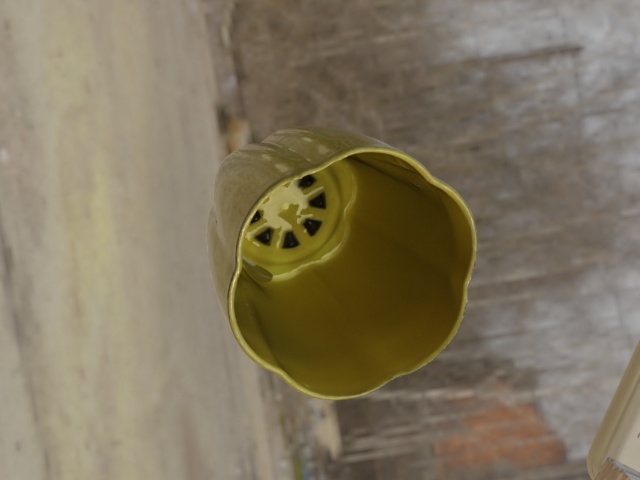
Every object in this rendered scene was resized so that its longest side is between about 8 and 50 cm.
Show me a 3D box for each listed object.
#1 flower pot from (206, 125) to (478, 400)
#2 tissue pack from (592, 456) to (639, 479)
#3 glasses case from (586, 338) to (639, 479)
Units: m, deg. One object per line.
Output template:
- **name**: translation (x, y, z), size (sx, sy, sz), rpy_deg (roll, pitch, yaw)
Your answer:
- **flower pot**: translation (0.000, 0.000, 1.268), size (0.179, 0.195, 0.195), rpy_deg (-134, -148, -65)
- **tissue pack**: translation (0.183, 0.327, 1.202), size (0.170, 0.325, 0.071), rpy_deg (30, 6, -32)
- **glasses case**: translation (0.303, 0.139, 1.454), size (0.050, 0.083, 0.196), rpy_deg (-162, -84, -83)
